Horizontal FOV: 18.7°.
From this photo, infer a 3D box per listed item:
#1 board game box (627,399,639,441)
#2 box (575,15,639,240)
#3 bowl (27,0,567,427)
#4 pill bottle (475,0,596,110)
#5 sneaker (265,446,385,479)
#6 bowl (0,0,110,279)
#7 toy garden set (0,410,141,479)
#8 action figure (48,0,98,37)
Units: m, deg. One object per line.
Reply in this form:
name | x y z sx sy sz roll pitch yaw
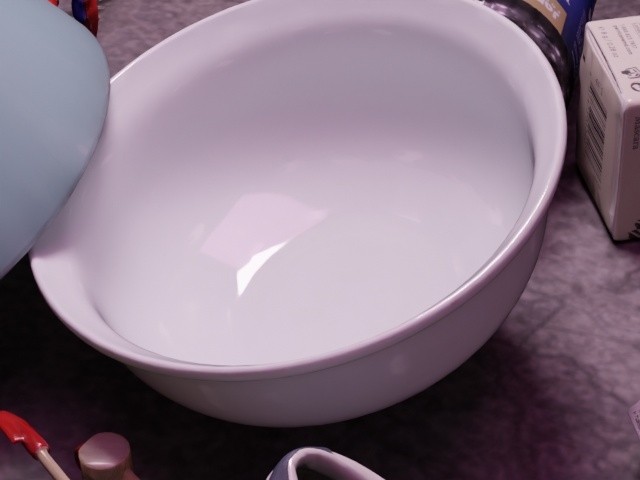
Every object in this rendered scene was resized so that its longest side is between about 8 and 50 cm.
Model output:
board game box | 0.277 0.144 0.883 0.208 0.056 0.347 -37 36 17
box | 0.303 -0.083 1.214 0.275 0.113 0.094 -8 39 -6
bowl | 0.000 0.000 1.075 0.297 0.134 0.298 -11 45 11
pill bottle | 0.107 -0.125 1.252 0.122 0.123 0.219 7 35 11
sneaker | 0.067 0.188 0.860 0.258 0.091 0.094 32 48 12
bowl | -0.291 -0.077 1.092 0.311 0.163 0.312 -21 38 17
toy garden set | -0.129 0.176 0.956 0.244 0.049 0.204 29 49 33
action figure | -0.193 -0.106 1.290 0.091 0.139 0.280 -1 61 -4
